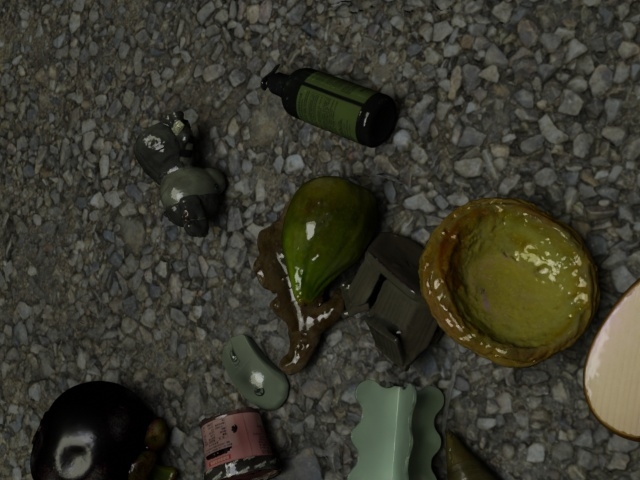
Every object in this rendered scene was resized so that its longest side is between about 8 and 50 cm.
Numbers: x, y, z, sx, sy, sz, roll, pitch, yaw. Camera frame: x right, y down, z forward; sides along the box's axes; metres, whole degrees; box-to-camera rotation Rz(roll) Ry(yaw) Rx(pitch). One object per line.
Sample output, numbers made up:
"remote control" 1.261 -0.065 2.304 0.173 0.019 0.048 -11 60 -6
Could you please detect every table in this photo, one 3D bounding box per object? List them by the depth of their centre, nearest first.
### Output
"table" 0.133 0.347 1.710 0.166 0.166 0.198 0 80 32

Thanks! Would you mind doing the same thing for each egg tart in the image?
"egg tart" 0.301 0.072 1.596 0.293 0.123 0.294 0 73 -1

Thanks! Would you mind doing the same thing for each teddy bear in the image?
"teddy bear" -0.278 -0.122 1.998 0.251 0.144 0.171 65 154 -1

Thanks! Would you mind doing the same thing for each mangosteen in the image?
"mangosteen" -0.440 0.439 2.021 0.302 0.275 0.275 22 102 -6

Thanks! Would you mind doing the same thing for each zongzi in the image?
"zongzi" 0.288 0.410 1.655 0.160 0.078 0.176 -4 78 25

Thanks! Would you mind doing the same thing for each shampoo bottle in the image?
"shampoo bottle" 0.003 -0.264 1.836 0.283 0.101 0.101 25 101 30

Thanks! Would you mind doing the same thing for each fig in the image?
"fig" 0.002 -0.011 1.784 0.167 0.167 0.234 41 99 26

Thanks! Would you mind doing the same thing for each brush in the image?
"brush" 0.507 0.169 1.469 0.174 0.166 0.267 14 95 33

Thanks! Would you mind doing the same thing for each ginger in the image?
"ginger" -0.042 0.079 1.864 0.166 0.080 0.333 -18 76 24

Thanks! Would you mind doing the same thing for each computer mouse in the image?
"computer mouse" -0.139 0.256 1.933 0.089 0.056 0.182 -49 65 16

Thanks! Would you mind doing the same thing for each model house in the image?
"model house" 0.138 0.113 1.730 0.229 0.122 0.188 40 113 31

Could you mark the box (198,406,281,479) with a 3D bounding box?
"box" -0.164 0.401 1.892 0.151 0.151 0.135 -28 66 28
